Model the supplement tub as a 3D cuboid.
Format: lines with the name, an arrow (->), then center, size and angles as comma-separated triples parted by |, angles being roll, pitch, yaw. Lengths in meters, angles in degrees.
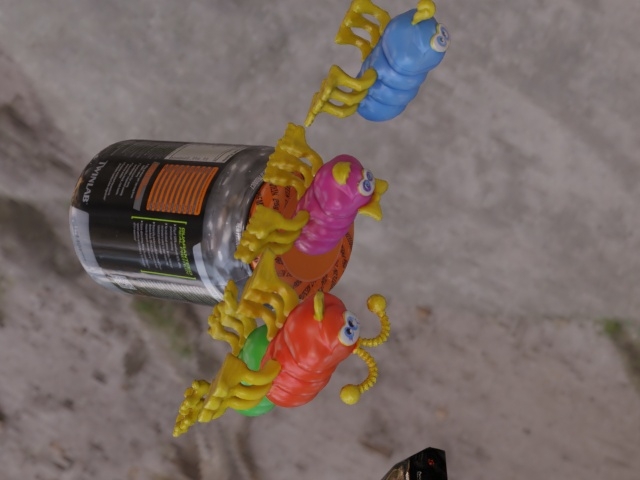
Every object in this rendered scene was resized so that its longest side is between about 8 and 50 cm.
supplement tub -> -0.076, -0.011, 1.116 | 0.190, 0.117, 0.117 | 7, 142, 41

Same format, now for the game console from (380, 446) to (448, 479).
game console -> 0.053, 0.357, 1.317 | 0.044, 0.361, 0.213 | 18, 128, -14

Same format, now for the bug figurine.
bug figurine -> 0.000, 0.000, 0.888 | 0.072, 0.279, 0.216 | 23, 150, -8
